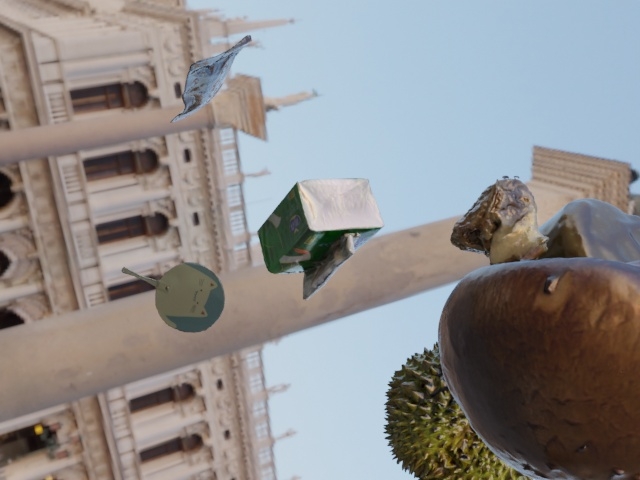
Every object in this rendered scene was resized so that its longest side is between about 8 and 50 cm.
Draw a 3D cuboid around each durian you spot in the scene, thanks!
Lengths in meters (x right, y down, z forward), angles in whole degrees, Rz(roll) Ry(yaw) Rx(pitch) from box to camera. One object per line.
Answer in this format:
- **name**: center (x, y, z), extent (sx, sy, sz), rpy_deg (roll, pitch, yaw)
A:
- **durian**: center (0.235, 0.279, 1.263), extent (0.291, 0.291, 0.224), rpy_deg (47, -31, 47)

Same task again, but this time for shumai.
- **shumai**: center (0.283, -0.014, 1.169), extent (0.116, 0.146, 0.145), rpy_deg (52, -33, 45)

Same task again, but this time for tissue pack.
- **tissue pack**: center (0.001, 0.001, 1.403), extent (0.209, 0.148, 0.156), rpy_deg (-45, -123, 55)

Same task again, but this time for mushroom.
- **mushroom**: center (0.171, 0.090, 0.481), extent (0.194, 0.231, 0.138), rpy_deg (-27, -128, 40)

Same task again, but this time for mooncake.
- **mooncake**: center (0.504, 0.061, 1.373), extent (0.155, 0.285, 0.284), rpy_deg (-51, -125, 40)

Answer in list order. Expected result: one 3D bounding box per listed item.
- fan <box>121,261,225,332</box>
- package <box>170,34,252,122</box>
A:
- **fan**: center (-0.236, 0.079, 1.245), extent (0.005, 0.175, 0.113), rpy_deg (-46, 159, -84)
- **package**: center (-0.233, -0.332, 1.634), extent (0.030, 0.154, 0.239), rpy_deg (49, -32, 4)
